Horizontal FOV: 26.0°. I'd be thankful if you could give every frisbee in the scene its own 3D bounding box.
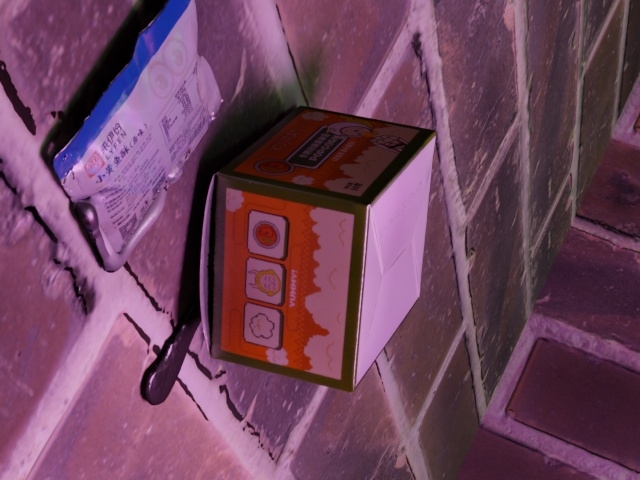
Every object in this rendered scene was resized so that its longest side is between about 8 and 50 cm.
[{"bbox_3d":[-0.097,0.035,1.223,0.211,0.012,0.187,-51,155,-44],"label":"frisbee"}]

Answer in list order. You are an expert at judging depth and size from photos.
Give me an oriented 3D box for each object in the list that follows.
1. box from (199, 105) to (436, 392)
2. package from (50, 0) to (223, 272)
[{"bbox_3d":[0.000,0.000,1.214,0.195,0.148,0.177,-47,144,-58],"label":"box"},{"bbox_3d":[-0.124,-0.079,0.988,0.171,0.027,0.173,-57,160,-21],"label":"package"}]
